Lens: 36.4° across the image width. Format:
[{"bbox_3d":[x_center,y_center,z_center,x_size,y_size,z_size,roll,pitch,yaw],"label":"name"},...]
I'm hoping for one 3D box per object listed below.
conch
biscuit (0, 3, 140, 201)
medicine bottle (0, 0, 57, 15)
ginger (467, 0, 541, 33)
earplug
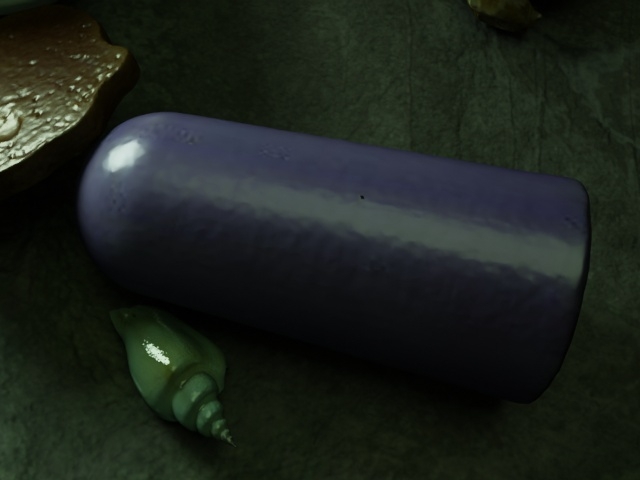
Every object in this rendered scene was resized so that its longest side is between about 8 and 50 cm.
[{"bbox_3d":[-0.123,0.116,0.877,0.088,0.065,0.180,-31,63,-24],"label":"conch"},{"bbox_3d":[-0.308,-0.125,0.925,0.273,0.049,0.257,-42,48,-19],"label":"biscuit"},{"bbox_3d":[-0.352,-0.398,1.002,0.252,0.252,0.241,-2,61,-13],"label":"medicine bottle"},{"bbox_3d":[0.264,-0.435,1.175,0.256,0.176,0.376,9,87,-8],"label":"ginger"},{"bbox_3d":[0.000,0.000,0.899,0.455,0.215,0.215,13,60,-1],"label":"earplug"}]
